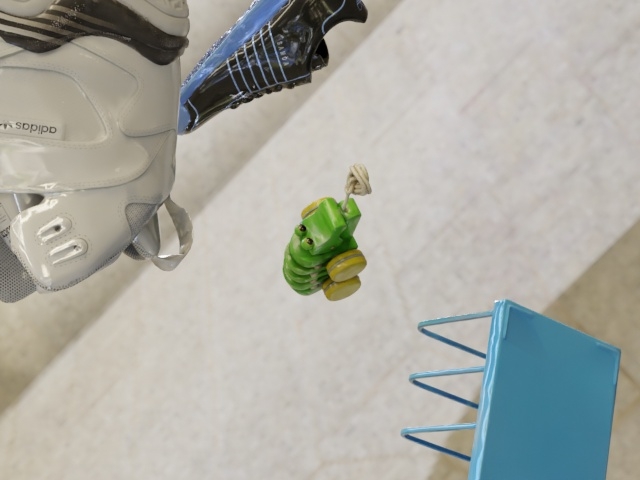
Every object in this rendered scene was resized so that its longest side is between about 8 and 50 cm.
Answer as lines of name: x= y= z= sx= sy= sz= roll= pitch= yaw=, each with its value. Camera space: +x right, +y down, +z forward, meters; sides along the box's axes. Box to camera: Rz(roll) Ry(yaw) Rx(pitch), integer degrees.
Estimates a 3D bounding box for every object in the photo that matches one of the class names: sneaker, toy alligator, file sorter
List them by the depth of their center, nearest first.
sneaker: x=-0.247 y=-0.062 z=1.071 sx=0.366 sy=0.210 sz=0.137 roll=-7 pitch=177 yaw=-27
file sorter: x=0.121 y=0.143 z=1.126 sx=0.118 sy=0.170 sz=0.104 roll=24 pitch=158 yaw=-35
toy alligator: x=0.000 y=0.000 z=1.165 sx=0.189 sy=0.051 sz=0.056 roll=101 pitch=145 yaw=-65
sneaker: x=-0.055 y=-0.166 z=1.539 sx=0.090 sy=0.232 sz=0.081 roll=41 pitch=-153 yaw=-11
